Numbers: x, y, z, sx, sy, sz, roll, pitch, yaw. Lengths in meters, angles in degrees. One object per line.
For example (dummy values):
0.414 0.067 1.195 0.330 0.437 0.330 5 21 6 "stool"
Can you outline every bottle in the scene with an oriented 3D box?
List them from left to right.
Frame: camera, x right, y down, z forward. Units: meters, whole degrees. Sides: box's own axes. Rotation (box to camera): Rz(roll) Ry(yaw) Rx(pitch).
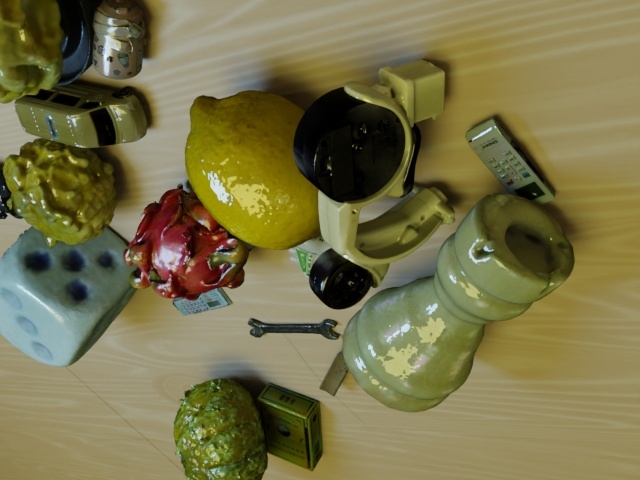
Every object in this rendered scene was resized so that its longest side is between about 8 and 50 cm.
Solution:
-0.358 -0.371 1.510 0.099 0.099 0.152 28 134 10 "bottle"

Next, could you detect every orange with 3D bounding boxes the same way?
-0.244 0.486 2.043 0.301 0.223 0.300 150 101 -78 "orange"

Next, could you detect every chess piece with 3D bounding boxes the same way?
0.227 0.110 1.452 0.234 0.234 0.442 36 138 1 "chess piece"

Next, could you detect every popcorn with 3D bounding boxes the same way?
-0.582 -0.365 1.429 0.312 0.312 0.312 18 135 19 "popcorn"
-0.555 -0.099 1.787 0.249 0.225 0.249 18 140 16 "popcorn"

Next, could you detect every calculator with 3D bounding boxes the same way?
-0.279 0.143 1.971 0.172 0.018 0.057 -16 118 40 "calculator"

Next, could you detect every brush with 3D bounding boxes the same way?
0.056 0.250 1.833 0.043 0.036 0.248 27 131 5 "brush"

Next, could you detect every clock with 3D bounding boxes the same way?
-0.543 -0.445 1.585 0.319 0.066 0.318 19 135 20 "clock"
0.094 -0.081 1.353 0.120 0.276 0.379 45 151 45 "clock"

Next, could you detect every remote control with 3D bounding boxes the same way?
0.302 -0.121 1.337 0.166 0.029 0.065 46 138 -17 "remote control"

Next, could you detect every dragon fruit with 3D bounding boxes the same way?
-0.245 0.000 1.666 0.243 0.227 0.307 31 135 -1 "dragon fruit"

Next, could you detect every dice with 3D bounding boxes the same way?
-0.600 0.113 1.974 0.262 0.264 0.268 39 137 -3 "dice"

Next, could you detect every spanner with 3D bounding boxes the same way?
-0.064 0.197 1.875 0.255 0.015 0.054 -4 125 36 "spanner"

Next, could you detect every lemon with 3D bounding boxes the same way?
-0.100 -0.124 1.444 0.320 0.245 0.245 46 137 -4 "lemon"

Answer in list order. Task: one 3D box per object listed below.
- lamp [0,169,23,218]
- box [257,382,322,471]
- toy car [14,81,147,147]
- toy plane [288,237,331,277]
-0.785 -0.117 2.004 0.227 0.147 0.172 9 145 17 "lamp"
-0.073 0.460 2.083 0.141 0.064 0.220 18 133 22 "box"
-0.472 -0.246 1.671 0.257 0.124 0.101 15 135 24 "toy car"
0.000 -0.002 1.597 0.174 0.080 0.174 8 122 13 "toy plane"
